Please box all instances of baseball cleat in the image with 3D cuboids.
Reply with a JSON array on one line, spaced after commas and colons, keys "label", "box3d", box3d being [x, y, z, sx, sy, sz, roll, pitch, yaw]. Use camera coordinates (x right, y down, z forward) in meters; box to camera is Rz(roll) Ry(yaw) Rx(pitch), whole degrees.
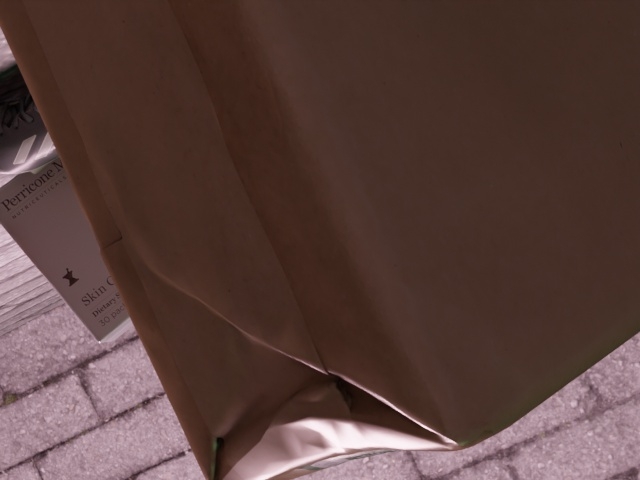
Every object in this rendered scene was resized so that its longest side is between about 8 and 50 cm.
[{"label": "baseball cleat", "box3d": [-0.186, -0.105, 0.773, 0.206, 0.072, 0.109, -9, 140, 5]}]

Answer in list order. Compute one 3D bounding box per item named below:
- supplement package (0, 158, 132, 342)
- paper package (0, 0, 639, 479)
[{"label": "supplement package", "box3d": [-0.130, -0.048, 0.934, 0.262, 0.145, 0.204, -40, -179, -10]}, {"label": "paper package", "box3d": [0.051, -0.085, 0.515, 0.325, 0.309, 0.168, -23, 177, -41]}]
